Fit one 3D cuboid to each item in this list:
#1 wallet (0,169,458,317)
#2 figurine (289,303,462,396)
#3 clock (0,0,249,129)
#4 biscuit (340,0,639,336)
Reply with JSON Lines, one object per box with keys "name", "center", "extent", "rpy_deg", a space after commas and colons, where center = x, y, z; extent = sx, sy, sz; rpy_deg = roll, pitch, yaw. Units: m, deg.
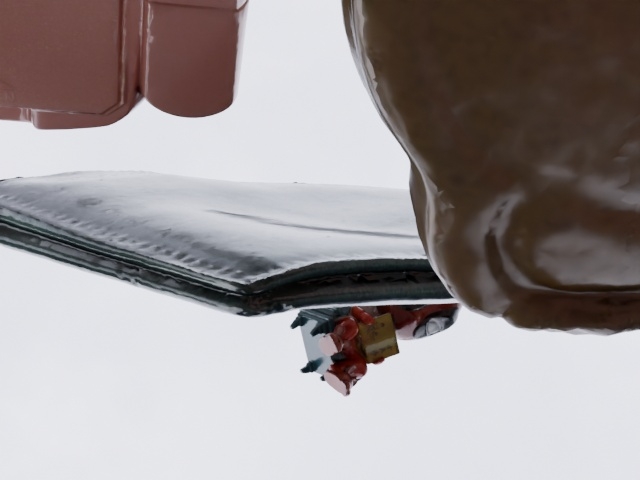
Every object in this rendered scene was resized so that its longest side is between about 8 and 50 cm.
{"name": "wallet", "center": [0.000, -0.001, 0.746], "extent": [0.290, 0.251, 0.054], "rpy_deg": [1, -85, -42]}
{"name": "figurine", "center": [0.047, 0.052, 1.010], "extent": [0.140, 0.068, 0.075], "rpy_deg": [-30, -153, -27]}
{"name": "clock", "center": [-0.137, -0.174, 0.655], "extent": [0.227, 0.142, 0.241], "rpy_deg": [4, -130, -6]}
{"name": "biscuit", "center": [0.198, -0.104, 0.465], "extent": [0.381, 0.359, 0.074], "rpy_deg": [20, -156, -23]}
